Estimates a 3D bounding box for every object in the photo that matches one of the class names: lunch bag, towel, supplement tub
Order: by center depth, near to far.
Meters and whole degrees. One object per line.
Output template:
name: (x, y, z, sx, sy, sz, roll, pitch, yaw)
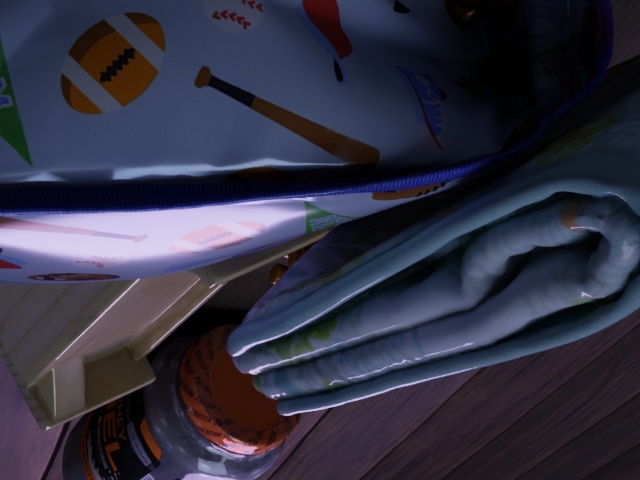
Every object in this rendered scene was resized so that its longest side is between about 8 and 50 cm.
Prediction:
lunch bag: (-0.071, -0.097, 0.700, 0.385, 0.239, 0.328, 0, 175, -15)
towel: (0.136, -0.029, 0.748, 0.320, 0.090, 0.374, -38, -171, -38)
supplement tub: (-0.169, 0.235, 1.452, 0.194, 0.193, 0.316, 8, 146, -36)

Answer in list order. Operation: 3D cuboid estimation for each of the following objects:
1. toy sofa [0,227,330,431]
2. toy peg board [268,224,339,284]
toy sofa: (-0.174, 0.019, 1.107, 0.150, 0.177, 0.362, -23, 167, -45)
toy peg board: (0.000, 0.000, 1.116, 0.079, 0.160, 0.161, 21, 141, -25)
